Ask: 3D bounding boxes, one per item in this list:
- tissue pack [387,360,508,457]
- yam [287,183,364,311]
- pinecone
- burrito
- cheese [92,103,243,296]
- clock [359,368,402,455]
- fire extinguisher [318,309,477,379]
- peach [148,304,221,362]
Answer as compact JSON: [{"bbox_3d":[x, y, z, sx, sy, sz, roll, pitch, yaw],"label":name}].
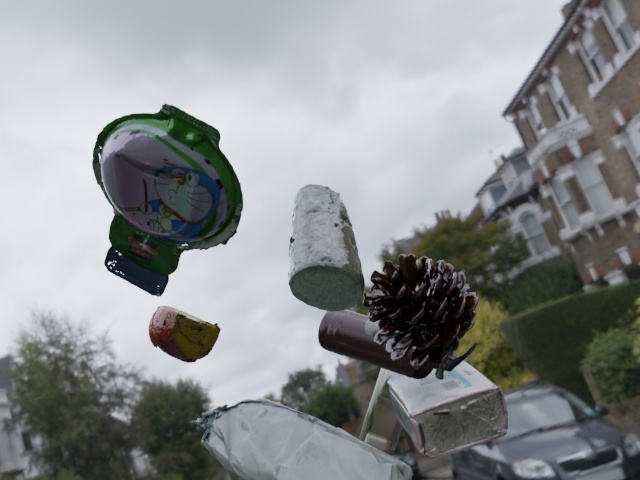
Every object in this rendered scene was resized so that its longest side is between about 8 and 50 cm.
[{"bbox_3d":[0.270,0.357,1.632,0.201,0.124,0.271,-19,5,-4],"label":"tissue pack"},{"bbox_3d":[0.000,0.000,1.363,0.133,0.330,0.133,-3,-55,-4],"label":"yam"},{"bbox_3d":[0.165,0.114,1.297,0.208,0.207,0.208,-19,-15,-5],"label":"pinecone"},{"bbox_3d":[-0.044,0.324,1.123,0.445,0.139,0.101,15,-22,41],"label":"burrito"},{"bbox_3d":[-0.206,-0.039,0.957,0.320,0.204,0.083,-59,4,41],"label":"cheese"},{"bbox_3d":[0.189,0.455,2.053,0.114,0.284,0.309,19,2,8],"label":"clock"},{"bbox_3d":[0.166,0.213,1.607,0.344,0.138,0.102,12,-7,33],"label":"fire extinguisher"},{"bbox_3d":[-0.273,0.184,1.458,0.127,0.092,0.172,22,-4,7],"label":"peach"}]
